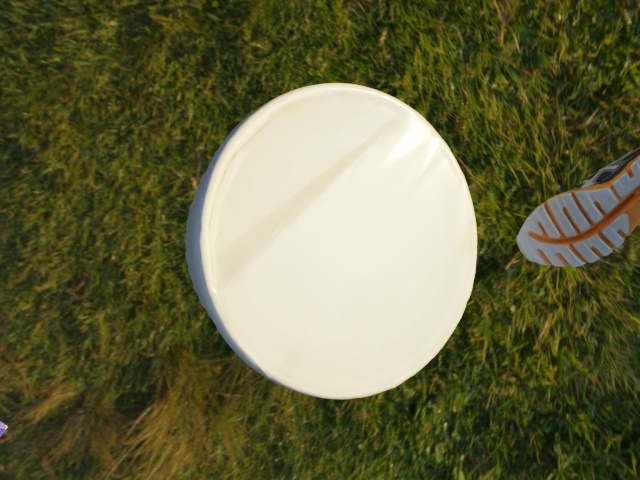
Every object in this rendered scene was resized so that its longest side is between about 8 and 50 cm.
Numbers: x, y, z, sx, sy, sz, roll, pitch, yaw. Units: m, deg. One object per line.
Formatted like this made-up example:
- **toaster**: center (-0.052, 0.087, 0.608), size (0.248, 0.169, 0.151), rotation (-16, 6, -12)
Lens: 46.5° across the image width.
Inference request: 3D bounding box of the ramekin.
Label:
- **ramekin**: center (0.000, 0.000, 0.689), size (0.273, 0.127, 0.273), rotation (0, 91, -26)

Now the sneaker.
- **sneaker**: center (0.318, -0.041, 0.823), size (0.215, 0.083, 0.084), rotation (-31, 94, 20)

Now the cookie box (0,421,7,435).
- **cookie box**: center (-0.253, 0.116, 0.426), size (0.040, 0.107, 0.092), rotation (11, 58, 36)
